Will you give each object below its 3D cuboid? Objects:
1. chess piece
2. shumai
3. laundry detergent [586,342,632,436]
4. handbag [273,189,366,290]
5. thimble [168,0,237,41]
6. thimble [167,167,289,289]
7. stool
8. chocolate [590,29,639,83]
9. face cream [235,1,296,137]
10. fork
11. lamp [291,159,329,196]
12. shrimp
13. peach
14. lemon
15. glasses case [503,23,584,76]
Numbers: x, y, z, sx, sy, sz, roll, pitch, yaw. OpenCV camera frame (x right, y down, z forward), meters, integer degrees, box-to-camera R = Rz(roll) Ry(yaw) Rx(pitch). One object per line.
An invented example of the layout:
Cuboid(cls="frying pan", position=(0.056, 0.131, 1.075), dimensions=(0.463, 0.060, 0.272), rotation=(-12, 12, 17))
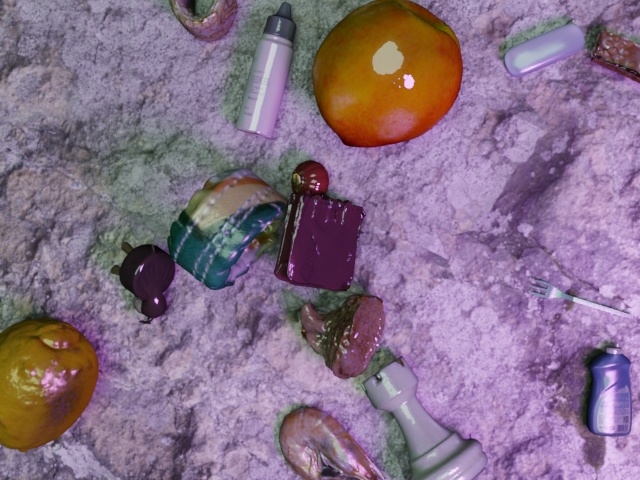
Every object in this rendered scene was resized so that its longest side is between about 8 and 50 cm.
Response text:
Cuboid(cls="chess piece", position=(0.219, 0.418, 1.591), dimensions=(0.194, 0.194, 0.299), rotation=(-35, 78, 8))
Cuboid(cls="shumai", position=(0.043, 0.202, 1.628), dimensions=(0.175, 0.166, 0.206), rotation=(21, 83, 33))
Cuboid(cls="laundry detergent", position=(0.649, 0.331, 1.579), dimensions=(0.096, 0.061, 0.206), rotation=(3, 92, 10))
Cuboid(cls="handbag", position=(-0.002, 0.000, 1.594), dimensions=(0.074, 0.203, 0.216), rotation=(12, 93, 47))
Cuboid(cls="thimble", position=(-0.271, -0.566, 1.626), dimensions=(0.137, 0.143, 0.191), rotation=(-4, 92, 8))
Cuboid(cls="thimble", position=(-0.199, -0.029, 1.567), dimensions=(0.167, 0.288, 0.254), rotation=(39, 111, 6))
Cuboid(cls="stool", position=(-0.422, 0.095, 1.694), dimensions=(0.121, 0.125, 0.217), rotation=(22, 122, 33))
Cuboid(cls="chocolate", position=(0.747, -0.358, 1.540), dimensions=(0.329, 0.065, 0.102), rotation=(26, 77, 5))
Cuboid(cls="face cream", position=(-0.117, -0.398, 1.639), dimensions=(0.092, 0.092, 0.312), rotation=(16, 95, 7))
Cuboid(cls="fork", position=(0.589, 0.139, 1.601), dimensions=(0.235, 0.021, 0.039), rotation=(18, 99, 5))
Cuboid(cls="lamp", position=(-0.024, -0.136, 1.639), dimensions=(0.101, 0.090, 0.101), rotation=(-6, 82, 48))
Cuboid(cls="shrimp", position=(0.029, 0.531, 1.672), dimensions=(0.317, 0.077, 0.168), rotation=(46, 107, 8))
Cuboid(cls="peach", position=(0.136, -0.347, 1.517), dimensions=(0.308, 0.308, 0.332), rotation=(40, 113, 4))
Cuboid(cls="lemon", position=(-0.672, 0.334, 1.664), dimensions=(0.316, 0.285, 0.285), rotation=(-35, 87, 35))
Cuboid(cls="glasses case", position=(0.499, -0.424, 1.577), dimensions=(0.178, 0.045, 0.067), rotation=(-22, 89, 9))
